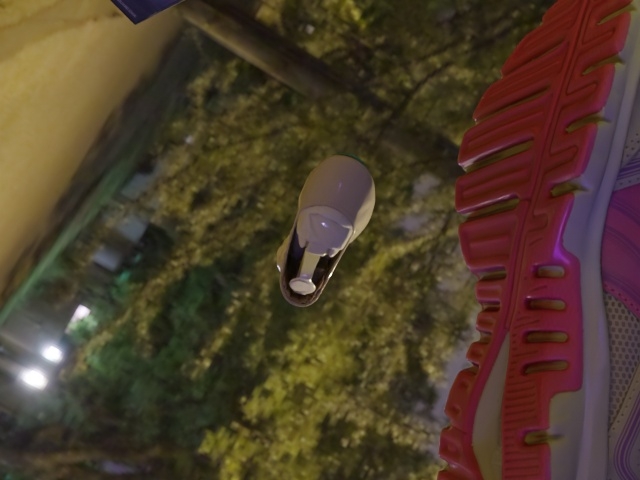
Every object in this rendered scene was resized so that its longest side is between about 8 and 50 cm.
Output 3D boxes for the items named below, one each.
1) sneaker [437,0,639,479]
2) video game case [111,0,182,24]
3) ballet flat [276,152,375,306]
[{"bbox_3d":[0.121,0.016,0.425,0.103,0.111,0.252,-176,-86,-70],"label":"sneaker"},{"bbox_3d":[-0.235,-0.444,1.554,0.274,0.196,0.026,-19,-132,27],"label":"video game case"},{"bbox_3d":[0.000,0.000,1.186,0.248,0.086,0.086,113,1,-56],"label":"ballet flat"}]
